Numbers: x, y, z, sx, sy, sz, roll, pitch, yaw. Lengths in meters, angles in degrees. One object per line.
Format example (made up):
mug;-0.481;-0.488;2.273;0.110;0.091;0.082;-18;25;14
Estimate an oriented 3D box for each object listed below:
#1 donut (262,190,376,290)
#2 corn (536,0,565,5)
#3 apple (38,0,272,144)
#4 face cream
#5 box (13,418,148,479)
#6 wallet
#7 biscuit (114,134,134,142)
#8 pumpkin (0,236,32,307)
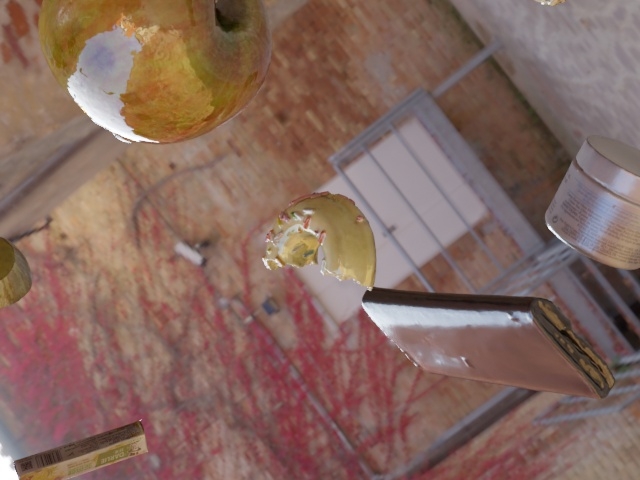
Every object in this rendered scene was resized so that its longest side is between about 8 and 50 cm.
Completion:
donut;-0.002;-0.005;1.152;0.065;0.108;0.166;-3;-168;-43
corn;0.170;-0.308;0.872;0.211;0.087;0.087;51;-173;9
apple;-0.199;-0.240;1.131;0.264;0.264;0.264;51;-173;-9
face cream;0.463;-0.060;1.514;0.177;0.153;0.177;20;-154;-10
box;-0.376;0.342;1.518;0.041;0.207;0.050;51;150;45
wallet;0.259;0.160;1.570;0.228;0.062;0.406;47;154;-25
biscuit;-0.315;-0.320;1.707;0.213;0.091;0.274;103;180;-54
pumpkin;-0.717;0.051;2.031;0.217;0.110;0.217;12;-139;-11
